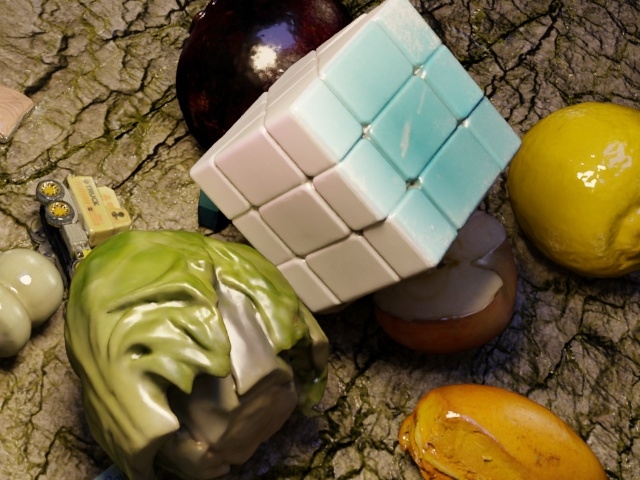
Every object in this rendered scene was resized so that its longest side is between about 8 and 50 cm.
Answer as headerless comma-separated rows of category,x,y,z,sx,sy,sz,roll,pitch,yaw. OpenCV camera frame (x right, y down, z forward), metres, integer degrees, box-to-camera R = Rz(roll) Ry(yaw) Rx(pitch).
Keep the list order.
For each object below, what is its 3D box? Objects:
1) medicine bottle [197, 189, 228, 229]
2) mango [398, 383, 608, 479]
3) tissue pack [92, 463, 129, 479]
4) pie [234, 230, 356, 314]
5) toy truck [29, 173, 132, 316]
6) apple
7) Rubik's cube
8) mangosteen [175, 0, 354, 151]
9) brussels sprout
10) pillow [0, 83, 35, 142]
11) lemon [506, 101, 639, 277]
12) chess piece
medicine bottle,-0.105,-0.079,2.073,0.258,0.124,0.079,6,33,22
mango,0.306,0.342,1.850,0.350,0.201,0.199,20,77,-9
tissue pack,-0.323,0.446,1.650,0.263,0.089,0.177,-32,63,-35
pie,0.000,0.000,2.055,0.339,0.077,0.339,-10,35,7
toy truck,-0.385,0.007,1.980,0.157,0.124,0.272,-11,53,-29
apple,0.217,0.095,2.038,0.251,0.163,0.293,-6,38,18
Rubik's cube,0.055,-0.126,1.802,0.316,0.319,0.322,49,54,-12
mangosteen,-0.053,-0.276,2.159,0.435,0.382,0.382,40,50,-2
brussels sprout,-0.210,0.155,1.743,0.361,0.342,0.425,36,12,27
pillow,-0.660,-0.264,2.184,0.232,0.043,0.126,20,44,5
lemon,0.516,-0.098,2.185,0.348,0.348,0.348,8,50,-9
chess piece,-0.529,0.135,1.800,0.182,0.182,0.330,31,48,11
